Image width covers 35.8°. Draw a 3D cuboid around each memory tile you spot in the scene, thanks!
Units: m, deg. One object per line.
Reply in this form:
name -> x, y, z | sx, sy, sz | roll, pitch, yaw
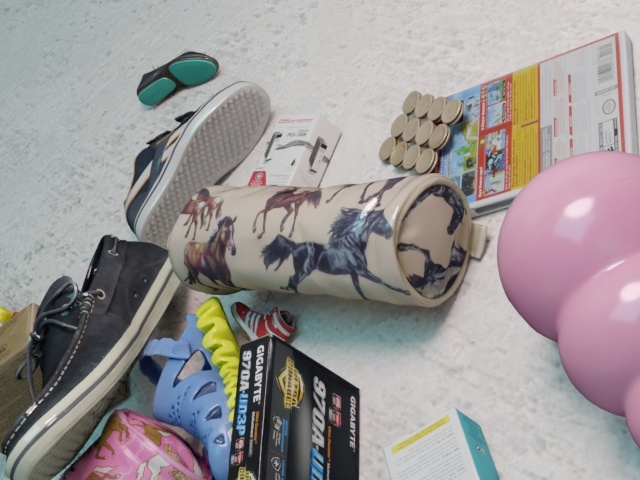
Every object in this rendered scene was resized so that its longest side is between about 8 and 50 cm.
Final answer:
memory tile -> 0.136, -0.148, 1.354 | 0.113, 0.012, 0.148 | -63, 28, 2

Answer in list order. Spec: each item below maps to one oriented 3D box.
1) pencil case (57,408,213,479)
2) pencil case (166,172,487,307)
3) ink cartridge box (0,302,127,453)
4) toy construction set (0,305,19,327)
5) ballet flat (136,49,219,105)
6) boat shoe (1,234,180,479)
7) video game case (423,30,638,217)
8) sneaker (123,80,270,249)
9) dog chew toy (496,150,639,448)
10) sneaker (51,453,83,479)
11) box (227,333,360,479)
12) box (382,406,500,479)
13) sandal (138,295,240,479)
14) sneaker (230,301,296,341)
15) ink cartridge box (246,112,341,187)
pencil case -> -0.299, 0.403, 1.270 | 0.160, 0.167, 0.386 | 33, 86, 30
pencil case -> 0.000, 0.000, 1.283 | 0.410, 0.184, 0.159 | 0, 97, 40
ink cartridge box -> -0.448, 0.225, 1.523 | 0.235, 0.193, 0.088 | -34, 40, 19
toy construction set -> -0.603, 0.154, 1.706 | 0.151, 0.215, 0.327 | -47, 38, 7
ballet flat -> -0.268, -0.319, 1.860 | 0.203, 0.074, 0.074 | -20, 49, 35
boat shoe -> -0.326, 0.143, 1.350 | 0.186, 0.156, 0.500 | -56, 7, 29
video game case -> 0.258, -0.137, 1.255 | 0.285, 0.025, 0.204 | -17, 51, 35
sneaker -> -0.220, -0.143, 1.635 | 0.321, 0.126, 0.127 | -52, 45, 3
dog chew toy -> 0.303, 0.072, 0.933 | 0.207, 0.207, 0.331 | -36, 50, 18
sneaker -> -0.398, 0.430, 1.408 | 0.270, 0.090, 0.145 | -51, 38, -4
box -> -0.026, 0.240, 1.125 | 0.051, 0.175, 0.220 | -23, 47, 32
box -> 0.145, 0.299, 1.008 | 0.101, 0.060, 0.244 | -35, 42, 20
sandal -> -0.155, 0.209, 1.292 | 0.138, 0.126, 0.317 | -21, 33, -5
sneaker -> -0.077, 0.107, 1.378 | 0.067, 0.042, 0.118 | -50, 47, 8
ink cartridge box -> -0.041, -0.123, 1.504 | 0.099, 0.056, 0.135 | 3, 64, 46
